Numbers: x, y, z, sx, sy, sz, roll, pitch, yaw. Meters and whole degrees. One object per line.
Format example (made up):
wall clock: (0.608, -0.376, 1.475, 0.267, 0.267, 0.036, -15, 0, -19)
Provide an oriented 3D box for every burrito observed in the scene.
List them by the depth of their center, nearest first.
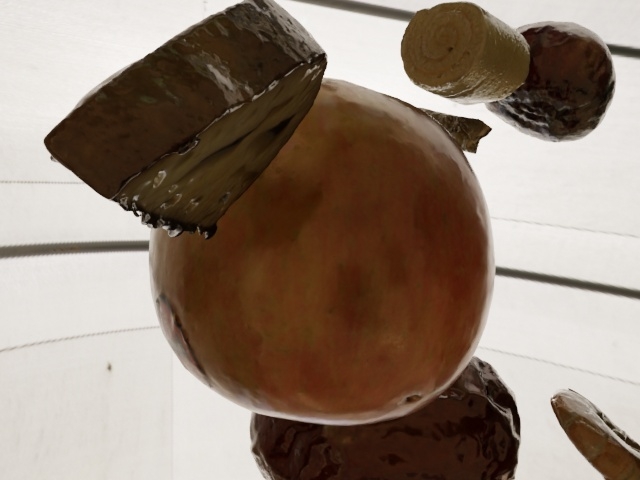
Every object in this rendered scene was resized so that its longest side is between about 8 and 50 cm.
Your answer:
burrito: (0.198, -0.176, 1.084, 0.042, 0.171, 0.051, 29, -89, -44)

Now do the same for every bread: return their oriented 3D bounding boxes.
bread: (0.216, -0.275, 1.029, 0.141, 0.148, 0.134, 7, -80, -45)

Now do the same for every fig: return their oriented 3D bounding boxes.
fig: (0.407, -0.282, 1.212, 0.263, 0.224, 0.224, -21, -63, -52)

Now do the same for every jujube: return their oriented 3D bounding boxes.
jujube: (0.086, 0.271, 0.997, 0.377, 0.276, 0.276, 0, -73, -1)

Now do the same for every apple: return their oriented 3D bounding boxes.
apple: (0.000, 0.000, 0.776, 0.391, 0.391, 0.346, 0, -81, -33)

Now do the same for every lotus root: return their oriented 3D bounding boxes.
lotus root: (-0.070, -0.077, 0.454, 0.074, 0.260, 0.170, 45, -98, 1)

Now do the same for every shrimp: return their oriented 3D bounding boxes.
shrimp: (0.344, 0.252, 0.756, 0.053, 0.236, 0.133, -49, -9, 9)
